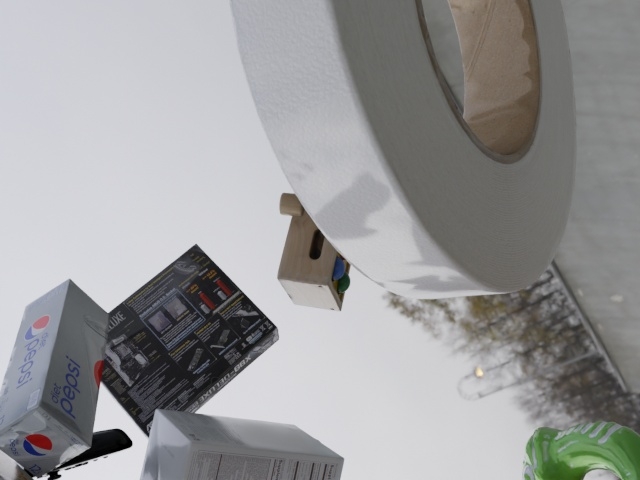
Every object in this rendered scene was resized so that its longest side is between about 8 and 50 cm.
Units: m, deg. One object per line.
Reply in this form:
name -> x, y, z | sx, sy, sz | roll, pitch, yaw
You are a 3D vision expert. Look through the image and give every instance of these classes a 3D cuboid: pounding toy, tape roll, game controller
pounding toy -> 0.001, -0.011, 1.178 | 0.206, 0.094, 0.181 | 66, -146, -64
tape roll -> 0.087, -0.152, 0.546 | 0.392, 0.072, 0.391 | 14, -107, -52
game controller -> -0.424, 0.362, 1.252 | 0.167, 0.319, 0.067 | 0, -108, -31

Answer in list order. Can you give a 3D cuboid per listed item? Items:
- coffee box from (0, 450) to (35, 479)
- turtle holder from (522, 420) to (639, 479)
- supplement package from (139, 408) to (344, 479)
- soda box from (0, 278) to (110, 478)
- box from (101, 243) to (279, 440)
coffee box -> -0.452, 0.338, 1.011 | 0.247, 0.098, 0.141 | 27, 160, 28
turtle holder -> 0.338, 0.342, 0.755 | 0.320, 0.227, 0.243 | 33, -136, 1
supplement package -> -0.137, 0.403, 1.225 | 0.263, 0.199, 0.198 | 14, -93, -26
soda box -> -0.370, 0.181, 1.064 | 0.098, 0.091, 0.286 | 52, -169, -30
box -> -0.271, 0.190, 1.436 | 0.242, 0.307, 0.076 | 43, 161, 18
